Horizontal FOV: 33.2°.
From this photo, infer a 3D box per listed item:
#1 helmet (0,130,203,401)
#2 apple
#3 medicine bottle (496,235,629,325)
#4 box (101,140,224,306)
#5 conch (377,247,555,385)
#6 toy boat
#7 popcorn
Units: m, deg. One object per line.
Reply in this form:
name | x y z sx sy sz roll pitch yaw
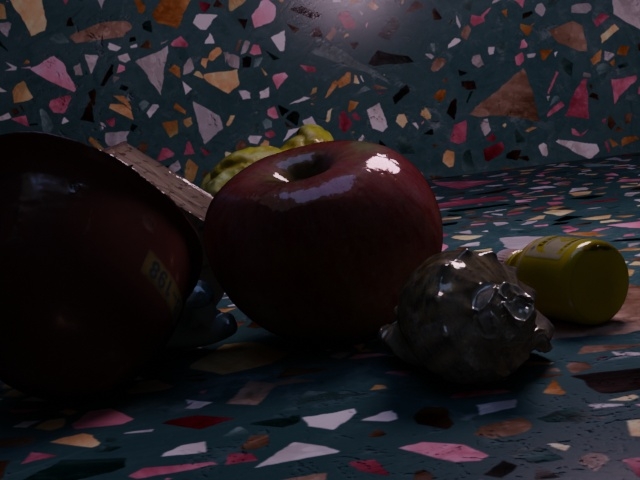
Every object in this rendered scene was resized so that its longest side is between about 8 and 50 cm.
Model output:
helmet | -0.338 0.075 1.395 0.337 0.385 0.230 -4 49 8
apple | 0.009 0.007 1.583 0.344 0.269 0.345 -14 25 6
medicine bottle | 0.336 0.052 1.569 0.122 0.122 0.212 -11 9 -26
box | -0.273 -0.008 1.793 0.297 0.190 0.225 30 10 -2
conch | 0.178 0.085 1.344 0.210 0.159 0.291 -13 8 -30
toy boat | -0.231 0.121 1.626 0.207 0.134 0.079 -4 51 29
popcorn | -0.089 -0.077 2.272 0.334 0.292 0.293 -16 16 -24
